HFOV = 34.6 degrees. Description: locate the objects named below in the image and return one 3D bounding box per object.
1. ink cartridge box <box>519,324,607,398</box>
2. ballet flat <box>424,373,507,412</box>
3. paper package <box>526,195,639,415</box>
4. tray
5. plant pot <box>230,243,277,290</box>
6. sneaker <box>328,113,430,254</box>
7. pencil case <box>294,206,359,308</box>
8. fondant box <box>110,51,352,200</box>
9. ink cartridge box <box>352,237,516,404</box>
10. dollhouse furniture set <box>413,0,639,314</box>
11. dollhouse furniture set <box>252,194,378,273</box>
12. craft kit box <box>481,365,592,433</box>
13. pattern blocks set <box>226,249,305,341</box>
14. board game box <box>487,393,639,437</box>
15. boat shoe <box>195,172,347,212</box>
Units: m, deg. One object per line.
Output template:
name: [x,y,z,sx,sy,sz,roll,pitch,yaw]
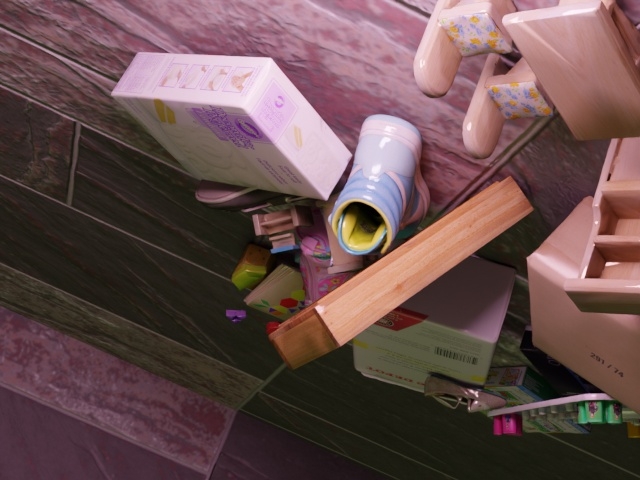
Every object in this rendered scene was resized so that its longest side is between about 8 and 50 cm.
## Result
ink cartridge box: [0.554,0.281,2.109,0.165,0.065,0.333,-2,147,41]
ballet flat: [0.284,0.314,2.030,0.168,0.052,0.057,17,156,3]
paper package: [0.496,0.127,1.592,0.325,0.168,0.309,35,163,30]
tray: [0.125,0.049,1.601,0.076,0.411,0.203,56,152,2]
plant pot: [-0.140,0.053,2.208,0.081,0.081,0.083,21,151,3]
sneaker: [0.090,-0.039,1.663,0.127,0.208,0.319,13,155,18]
pencil case: [0.017,0.058,1.990,0.124,0.124,0.284,16,146,15]
fondant box: [-0.145,-0.186,1.641,0.330,0.096,0.238,11,154,43]
ink cartridge box: [0.213,0.163,2.029,0.279,0.160,0.384,16,155,10]
dollhouse furniture set: [0.346,-0.114,1.230,0.362,0.256,0.394,0,148,40]
dollhouse furniture set: [0.000,0.000,1.805,0.184,0.129,0.129,-12,175,21]
craft kit box: [0.463,0.375,2.392,0.250,0.061,0.247,36,150,-27]
pattern blocks set: [-0.062,0.116,2.195,0.325,0.026,0.285,-28,136,33]
board game box: [0.569,0.333,1.915,0.390,0.050,0.390,4,165,-17]
boat shoe: [-0.094,-0.095,1.823,0.335,0.112,0.095,-11,135,45]
